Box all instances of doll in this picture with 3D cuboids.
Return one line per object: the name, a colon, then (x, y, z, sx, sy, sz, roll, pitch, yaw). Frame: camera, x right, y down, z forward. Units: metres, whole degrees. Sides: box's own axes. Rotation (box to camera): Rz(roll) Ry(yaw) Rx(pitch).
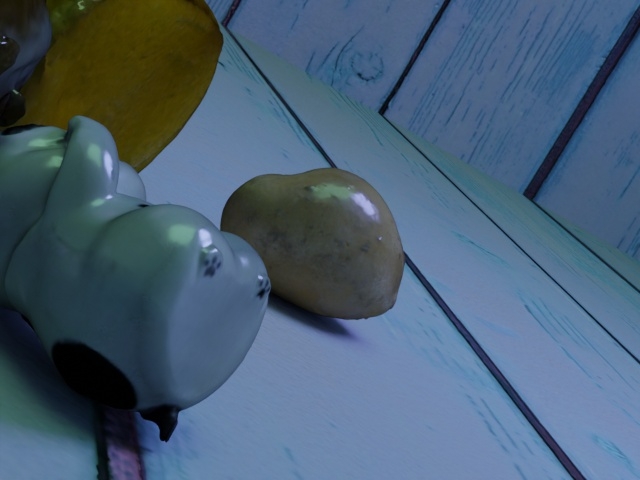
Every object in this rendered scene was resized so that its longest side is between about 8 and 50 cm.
doll: (-0.110, 0.007, 0.682, 0.180, 0.107, 0.110, 37, 3, 29)

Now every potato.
potato: (-0.002, 0.000, 1.048, 0.147, 0.112, 0.112, 20, 13, -18)

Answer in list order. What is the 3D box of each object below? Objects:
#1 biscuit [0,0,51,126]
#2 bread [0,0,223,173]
biscuit: (-0.306, -0.130, 0.626, 0.366, 0.115, 0.268, 18, 18, -3)
bread: (-0.171, -0.123, 0.900, 0.142, 0.195, 0.269, 40, 7, 13)
